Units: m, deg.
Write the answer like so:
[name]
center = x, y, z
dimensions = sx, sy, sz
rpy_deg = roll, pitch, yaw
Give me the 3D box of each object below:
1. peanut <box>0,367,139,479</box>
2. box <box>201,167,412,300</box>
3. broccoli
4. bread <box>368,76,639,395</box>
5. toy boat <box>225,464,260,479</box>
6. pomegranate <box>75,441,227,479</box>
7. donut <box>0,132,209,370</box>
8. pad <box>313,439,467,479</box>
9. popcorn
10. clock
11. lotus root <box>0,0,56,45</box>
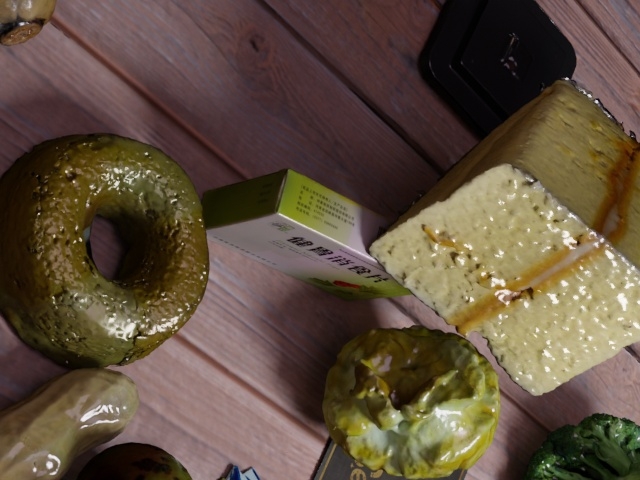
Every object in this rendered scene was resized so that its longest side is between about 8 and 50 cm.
[peanut]
center = -0.280, 0.197, 1.130
dimensions = 0.214, 0.099, 0.090
rpy_deg = -34, 120, -38
[box]
center = 0.000, 0.001, 1.342
dimensions = 0.261, 0.175, 0.062
rpy_deg = 27, 68, -33
[broccoli]
center = 0.426, 0.380, 1.574
dimensions = 0.270, 0.270, 0.269
rpy_deg = 3, 77, -12
[bread]
center = 0.302, -0.025, 1.405
dimensions = 0.345, 0.242, 0.405
rpy_deg = 47, 33, -13
[toy boat]
center = -0.144, 0.381, 1.253
dimensions = 0.220, 0.067, 0.291
rpy_deg = 50, 43, -17
[pomegranate]
center = -0.166, 0.282, 1.142
dimensions = 0.220, 0.156, 0.156
rpy_deg = -8, 88, -32
[donut]
center = -0.231, 0.003, 1.201
dimensions = 0.272, 0.107, 0.271
rpy_deg = 10, 74, -38
[pad]
center = 0.070, 0.348, 1.415
dimensions = 0.315, 0.063, 0.375
rpy_deg = 41, 59, -26
[popcorn]
center = 0.115, 0.199, 1.370
dimensions = 0.204, 0.221, 0.183
rpy_deg = -77, 167, -52
[clock]
center = 0.292, -0.283, 1.710
dimensions = 0.273, 0.049, 0.278
rpy_deg = 41, 60, -28
[lotus root]
center = -0.357, -0.314, 1.146
dimensions = 0.125, 0.118, 0.220
rpy_deg = -37, 110, -55
